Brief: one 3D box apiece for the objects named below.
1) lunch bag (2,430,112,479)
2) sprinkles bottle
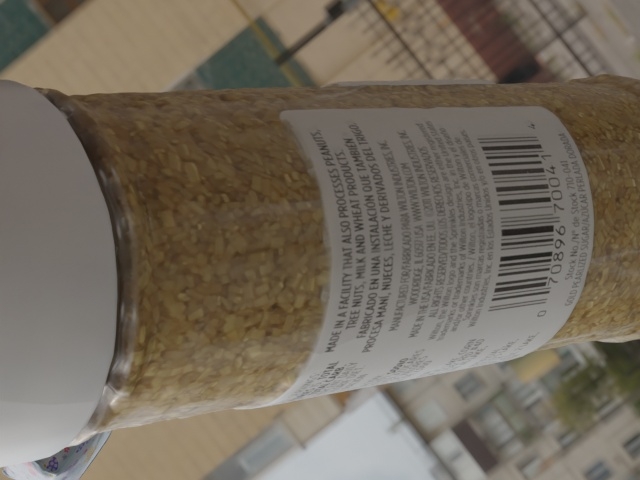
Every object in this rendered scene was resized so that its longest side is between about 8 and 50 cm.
[{"bbox_3d":[-0.157,0.113,0.954,0.053,0.083,0.071,36,154,7],"label":"lunch bag"},{"bbox_3d":[0.000,0.000,0.574,0.355,0.121,0.121,-6,-131,-41],"label":"sprinkles bottle"}]
